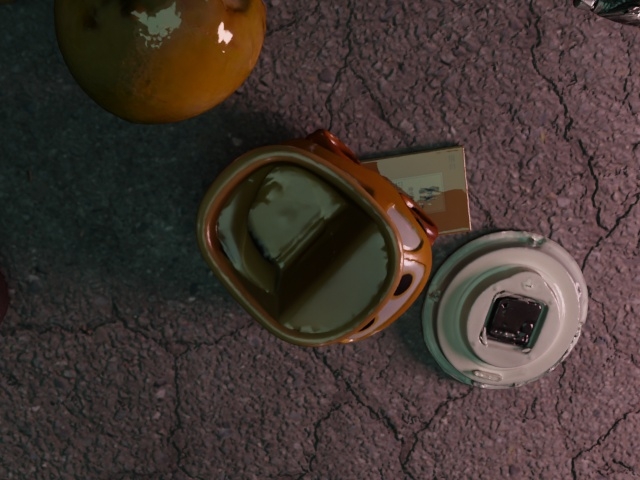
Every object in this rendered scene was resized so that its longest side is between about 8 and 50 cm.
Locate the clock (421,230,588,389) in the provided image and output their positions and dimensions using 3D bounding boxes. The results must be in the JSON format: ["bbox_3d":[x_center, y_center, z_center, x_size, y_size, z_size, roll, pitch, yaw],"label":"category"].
[{"bbox_3d":[0.257,0.105,1.281,0.237,0.053,0.236,-2,108,-5],"label":"clock"}]

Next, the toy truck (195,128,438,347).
[{"bbox_3d":[0.000,0.000,1.126,0.288,0.211,0.204,42,104,-9],"label":"toy truck"}]

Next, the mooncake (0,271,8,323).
[{"bbox_3d":[-0.537,0.060,1.120,0.306,0.154,0.305,-1,106,-4],"label":"mooncake"}]

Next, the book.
[{"bbox_3d":[0.108,-0.055,1.233,0.172,0.012,0.118,-9,108,-4],"label":"book"}]

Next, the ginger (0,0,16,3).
[{"bbox_3d":[-0.380,-0.378,1.014,0.190,0.126,0.354,29,103,-9],"label":"ginger"}]

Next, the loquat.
[{"bbox_3d":[-0.181,-0.243,1.038,0.244,0.244,0.243,-2,107,-6],"label":"loquat"}]

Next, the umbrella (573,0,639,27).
[{"bbox_3d":[0.409,-0.287,1.179,0.188,0.050,0.046,14,83,-11],"label":"umbrella"}]
